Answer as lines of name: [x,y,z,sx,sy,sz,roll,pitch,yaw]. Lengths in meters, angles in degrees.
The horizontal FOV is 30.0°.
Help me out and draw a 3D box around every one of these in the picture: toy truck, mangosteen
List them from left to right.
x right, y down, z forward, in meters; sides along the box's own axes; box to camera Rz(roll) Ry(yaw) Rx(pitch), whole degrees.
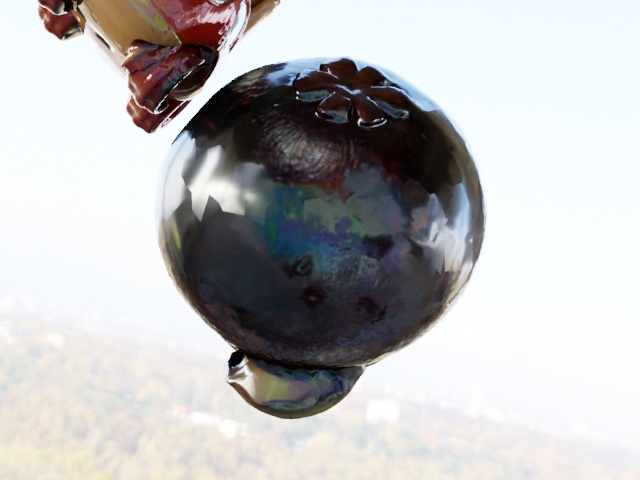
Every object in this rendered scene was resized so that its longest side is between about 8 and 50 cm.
toy truck: [-0.140,-0.249,1.161,0.189,0.239,0.265,47,-8,-2]
mangosteen: [0.000,0.000,1.112,0.306,0.347,0.307,5,40,-4]
